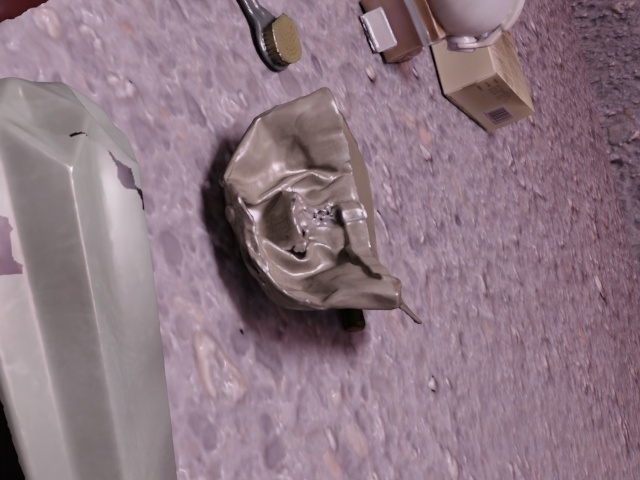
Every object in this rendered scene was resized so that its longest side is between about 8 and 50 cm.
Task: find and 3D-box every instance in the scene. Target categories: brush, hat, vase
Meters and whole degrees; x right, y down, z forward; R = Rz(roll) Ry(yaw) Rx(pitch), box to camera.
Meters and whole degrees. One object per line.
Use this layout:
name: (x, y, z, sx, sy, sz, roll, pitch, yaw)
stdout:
brush: (-0.093, -0.290, 0.985, 0.266, 0.027, 0.062, 59, 34, -20)
hat: (0.000, 0.000, 0.900, 0.244, 0.149, 0.214, 82, -8, -65)
vase: (-0.131, 0.112, 0.470, 0.165, 0.165, 0.360, -10, 84, -65)

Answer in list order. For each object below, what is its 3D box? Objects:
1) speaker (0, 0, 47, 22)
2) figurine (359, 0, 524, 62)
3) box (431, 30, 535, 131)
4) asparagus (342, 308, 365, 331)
speaker: (-0.277, -0.258, 0.517, 0.259, 0.198, 0.329, -43, 97, -22)
figurine: (0.173, -0.323, 1.318, 0.141, 0.237, 0.162, -27, 93, -58)
box: (0.265, -0.298, 1.638, 0.212, 0.095, 0.168, 22, 53, -59)
asparagus: (0.029, -0.014, 1.031, 0.025, 0.024, 0.248, 109, -16, -53)
